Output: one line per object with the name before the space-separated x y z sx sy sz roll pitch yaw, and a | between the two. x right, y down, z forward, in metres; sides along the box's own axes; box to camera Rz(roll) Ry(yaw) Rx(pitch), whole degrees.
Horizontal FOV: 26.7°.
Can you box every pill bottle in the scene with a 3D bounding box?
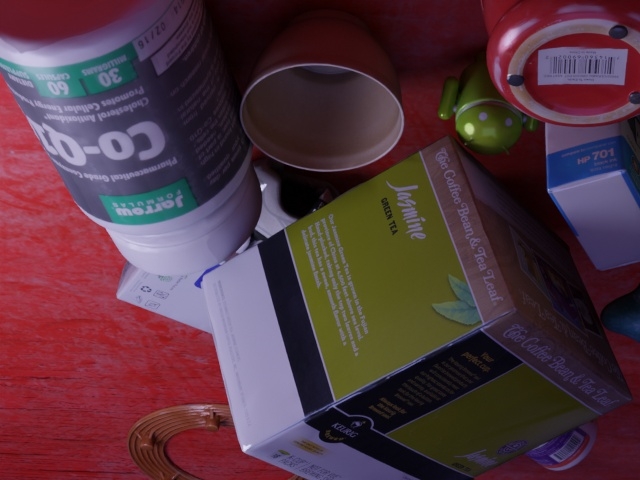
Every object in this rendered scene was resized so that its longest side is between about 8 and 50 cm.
pill bottle | -0.183 -0.136 1.337 0.204 0.204 0.361 -3 143 14
pill bottle | 0.278 0.226 1.823 0.108 0.108 0.193 -25 132 37

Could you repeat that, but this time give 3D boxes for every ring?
ring | -0.144 0.355 2.146 0.336 0.032 0.336 4 144 3

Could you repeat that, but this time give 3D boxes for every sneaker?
sneaker | 0.000 0.000 1.581 0.292 0.110 0.118 34 128 -32

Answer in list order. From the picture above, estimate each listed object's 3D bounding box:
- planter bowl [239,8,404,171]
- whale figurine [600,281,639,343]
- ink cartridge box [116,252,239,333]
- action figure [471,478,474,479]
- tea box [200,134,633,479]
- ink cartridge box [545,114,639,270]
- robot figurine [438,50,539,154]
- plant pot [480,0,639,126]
planter bowl | 0.004 -0.161 1.346 0.162 0.109 0.162 3 145 2
whale figurine | 0.405 0.017 1.408 0.216 0.141 0.272 35 111 2
ink cartridge box | -0.076 0.073 1.722 0.332 0.065 0.165 24 141 -19
action figure | 0.163 0.373 1.822 0.276 0.370 0.248 -37 142 19
tea box | 0.107 0.107 1.447 0.323 0.220 0.329 -29 146 19
ink cartridge box | 0.279 -0.090 1.323 0.082 0.191 0.139 -15 139 26
robot figurine | 0.169 -0.134 1.347 0.101 0.115 0.067 10 145 -2
plant pot | 0.233 -0.206 1.194 0.191 0.174 0.191 5 146 4
